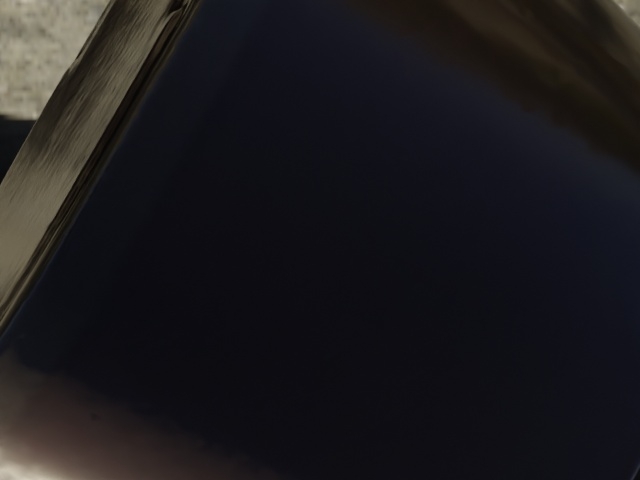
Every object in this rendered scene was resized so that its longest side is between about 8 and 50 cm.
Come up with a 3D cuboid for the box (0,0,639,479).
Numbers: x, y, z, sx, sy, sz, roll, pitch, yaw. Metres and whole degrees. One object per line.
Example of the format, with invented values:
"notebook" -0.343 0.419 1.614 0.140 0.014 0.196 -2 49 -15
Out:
"box" 0.000 0.000 0.630 0.216 0.301 0.301 29 121 -15
